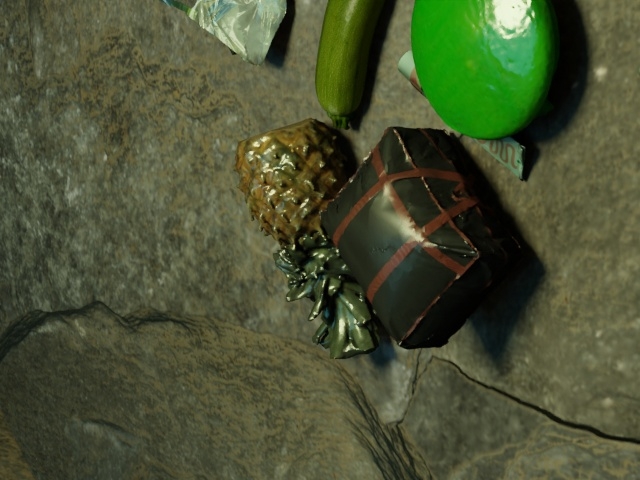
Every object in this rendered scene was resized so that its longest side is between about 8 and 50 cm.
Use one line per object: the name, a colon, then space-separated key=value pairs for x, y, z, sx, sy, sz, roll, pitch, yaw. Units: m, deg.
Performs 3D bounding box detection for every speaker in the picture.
speaker: x=-0.138 y=-0.347 z=1.862 sx=0.191 sy=0.046 sz=0.040 roll=63 pitch=145 yaw=17

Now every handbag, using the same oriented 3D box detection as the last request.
handbag: x=0.116 y=-0.009 z=1.517 sx=0.169 sy=0.155 sz=0.215 roll=-51 pitch=58 yaw=36

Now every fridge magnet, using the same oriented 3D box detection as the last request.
fridge magnet: x=0.172 y=-0.208 z=1.407 sx=0.208 sy=0.088 sz=0.208 roll=26 pitch=123 yaw=49

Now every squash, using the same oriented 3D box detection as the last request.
squash: x=0.034 y=-0.247 z=1.622 sx=0.069 sy=0.069 sz=0.258 roll=48 pitch=138 yaw=36

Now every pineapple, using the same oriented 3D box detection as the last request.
pineapple: x=0.000 y=0.000 z=1.726 sx=0.170 sy=0.141 sz=0.310 roll=-15 pitch=98 yaw=33

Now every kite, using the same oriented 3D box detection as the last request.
kite: x=-0.161 y=-0.348 z=1.838 sx=0.310 sy=0.015 sz=0.169 roll=21 pitch=108 yaw=37

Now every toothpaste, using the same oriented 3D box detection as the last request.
toothpaste: x=0.161 y=-0.144 z=1.502 sx=0.205 sy=0.036 sz=0.056 roll=47 pitch=163 yaw=33

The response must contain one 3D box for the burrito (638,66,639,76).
burrito: x=0.377 y=-0.198 z=1.123 sx=0.309 sy=0.066 sz=0.096 roll=-35 pitch=78 yaw=56
